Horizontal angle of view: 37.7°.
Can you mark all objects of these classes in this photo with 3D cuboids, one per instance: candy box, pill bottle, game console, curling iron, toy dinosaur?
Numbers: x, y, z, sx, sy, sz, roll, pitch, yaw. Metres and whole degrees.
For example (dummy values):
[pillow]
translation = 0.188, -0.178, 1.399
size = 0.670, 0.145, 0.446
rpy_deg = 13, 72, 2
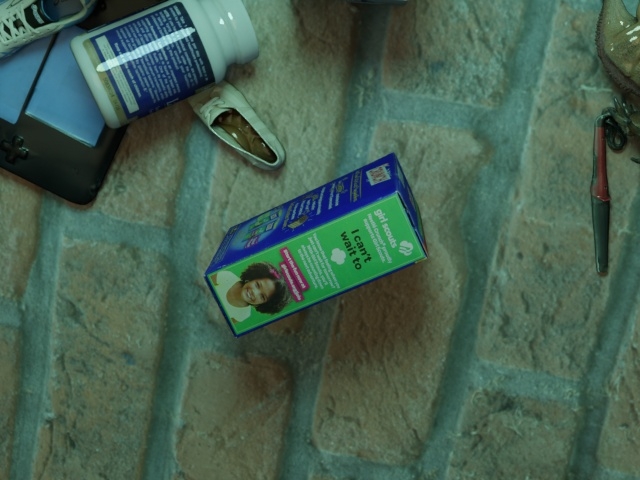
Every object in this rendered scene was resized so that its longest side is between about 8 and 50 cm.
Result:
[candy box]
translation = 0.000, 0.000, 1.470
size = 0.317, 0.268, 0.122
rpy_deg = -25, 104, 11
[pill bottle]
translation = -0.240, -0.292, 1.461
size = 0.264, 0.153, 0.153
rpy_deg = -25, 100, -9
[game console]
translation = -0.463, -0.295, 1.556
size = 0.342, 0.060, 0.387
rpy_deg = 28, 104, -1
[curling iron]
translation = 0.470, -0.080, 1.526
size = 0.068, 0.035, 0.274
rpy_deg = 3, 103, 5
[toy dinosaur]
translation = 0.489, -0.264, 1.430
size = 0.200, 0.127, 0.296
rpy_deg = -42, 87, 13

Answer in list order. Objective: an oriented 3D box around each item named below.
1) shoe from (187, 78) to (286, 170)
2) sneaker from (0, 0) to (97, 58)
[shoe]
translation = -0.142, -0.199, 1.546
size = 0.219, 0.058, 0.076
rpy_deg = 42, 103, -5
[sneaker]
translation = -0.462, -0.352, 1.476
size = 0.237, 0.086, 0.085
rpy_deg = -24, 105, 8
